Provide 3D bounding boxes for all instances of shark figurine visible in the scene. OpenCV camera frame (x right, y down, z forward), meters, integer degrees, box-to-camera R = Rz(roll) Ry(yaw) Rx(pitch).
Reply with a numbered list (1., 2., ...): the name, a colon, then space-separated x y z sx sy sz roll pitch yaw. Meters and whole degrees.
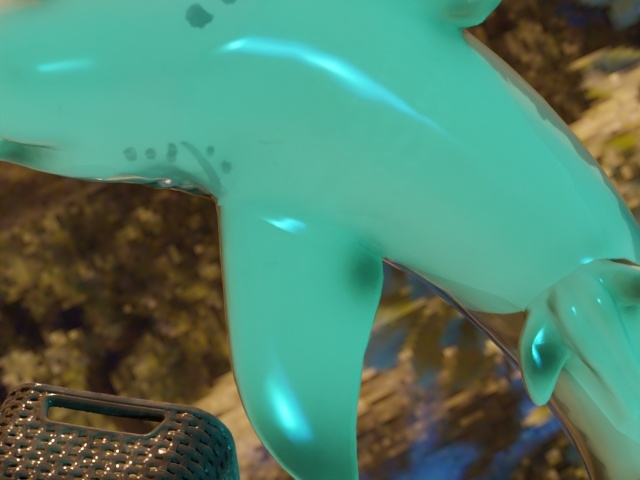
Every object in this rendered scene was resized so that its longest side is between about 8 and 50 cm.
1. shark figurine: 0.027 0.006 0.444 0.278 0.166 0.116 52 -2 -24

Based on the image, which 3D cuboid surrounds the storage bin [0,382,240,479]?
1. storage bin: -0.105 0.169 0.961 0.084 0.122 0.180 -65 157 -49
